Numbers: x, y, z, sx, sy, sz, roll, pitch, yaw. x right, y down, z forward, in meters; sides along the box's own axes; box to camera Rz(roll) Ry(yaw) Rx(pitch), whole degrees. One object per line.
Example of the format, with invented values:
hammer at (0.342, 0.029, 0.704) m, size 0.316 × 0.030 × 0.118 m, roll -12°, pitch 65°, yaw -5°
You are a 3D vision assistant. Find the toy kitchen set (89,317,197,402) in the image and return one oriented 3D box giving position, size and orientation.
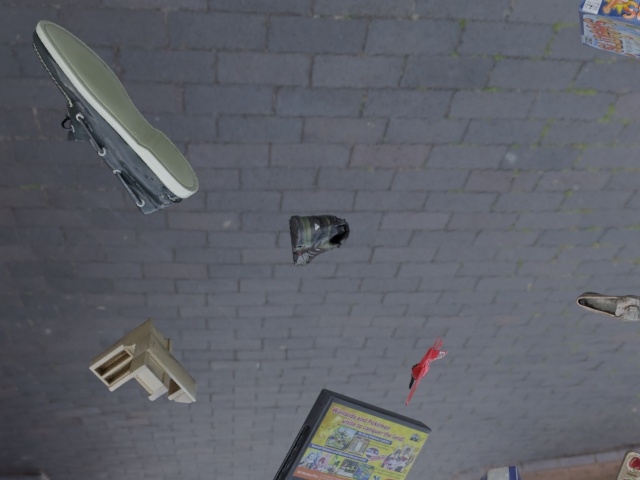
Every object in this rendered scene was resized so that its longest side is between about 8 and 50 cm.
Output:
toy kitchen set at (-0.163, 0.132, 0.684) m, size 0.075 × 0.083 × 0.068 m, roll -34°, pitch 113°, yaw 7°

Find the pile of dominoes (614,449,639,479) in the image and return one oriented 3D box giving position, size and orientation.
pile of dominoes at (0.501, 0.352, 0.951) m, size 0.251 × 0.195 × 0.040 m, roll -8°, pitch -173°, yaw 6°

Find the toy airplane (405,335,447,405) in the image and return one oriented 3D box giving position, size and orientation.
toy airplane at (0.186, 0.223, 1.340) m, size 0.028 × 0.151 × 0.151 m, roll 34°, pitch 148°, yaw 6°

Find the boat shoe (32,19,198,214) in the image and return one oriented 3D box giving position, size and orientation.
boat shoe at (-0.341, -0.179, 1.172) m, size 0.113 × 0.127 × 0.340 m, roll -36°, pitch 108°, yaw 19°

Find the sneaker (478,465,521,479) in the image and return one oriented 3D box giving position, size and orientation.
sneaker at (0.324, 0.482, 1.054) m, size 0.182 × 0.315 × 0.127 m, roll -4°, pitch 154°, yaw -5°

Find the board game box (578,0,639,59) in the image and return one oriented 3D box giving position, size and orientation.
board game box at (0.346, -0.222, 0.791) m, size 0.136 × 0.035 × 0.201 m, roll 21°, pitch -169°, yaw 18°

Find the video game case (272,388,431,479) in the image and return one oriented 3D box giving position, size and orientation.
video game case at (0.044, 0.399, 1.294) m, size 0.275 × 0.248 × 0.035 m, roll 28°, pitch -179°, yaw -40°

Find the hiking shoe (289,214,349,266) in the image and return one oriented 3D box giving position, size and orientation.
hiking shoe at (0.000, 0.000, 1.452) m, size 0.114 × 0.086 × 0.227 m, roll -5°, pitch 173°, yaw -2°

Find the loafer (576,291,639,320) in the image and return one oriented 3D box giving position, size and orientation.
loafer at (0.493, 0.112, 1.261) m, size 0.125 × 0.045 × 0.039 m, roll 7°, pitch -175°, yaw 39°
